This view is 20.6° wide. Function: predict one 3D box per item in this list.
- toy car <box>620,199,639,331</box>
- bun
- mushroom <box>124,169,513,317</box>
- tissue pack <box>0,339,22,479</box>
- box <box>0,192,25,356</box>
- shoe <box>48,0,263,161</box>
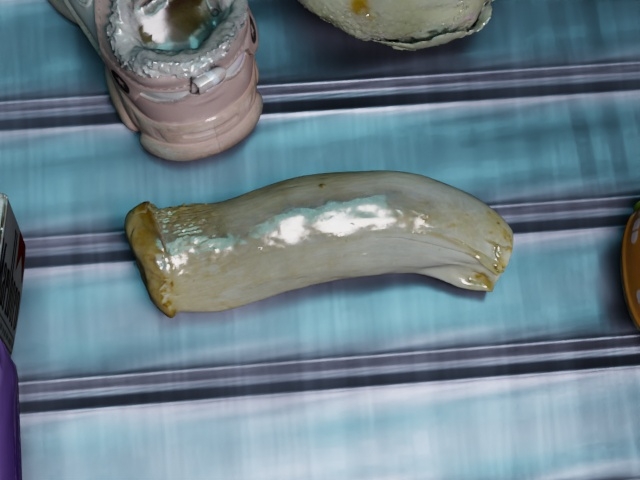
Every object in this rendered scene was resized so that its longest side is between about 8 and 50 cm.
[{"bbox_3d":[0.389,0.014,1.547,0.235,0.235,0.145,-2,77,-5],"label":"toy car"},{"bbox_3d":[0.076,-0.278,1.630,0.239,0.141,0.239,-4,63,9],"label":"bun"},{"bbox_3d":[0.000,0.000,1.591,0.351,0.095,0.123,-3,96,-4],"label":"mushroom"},{"bbox_3d":[-0.320,0.251,1.421,0.160,0.242,0.338,-5,76,-3],"label":"tissue pack"},{"bbox_3d":[-0.283,0.034,1.512,0.036,0.177,0.115,6,76,-3],"label":"box"},{"bbox_3d":[-0.157,-0.256,1.582,0.172,0.198,0.351,-30,81,-12],"label":"shoe"}]
